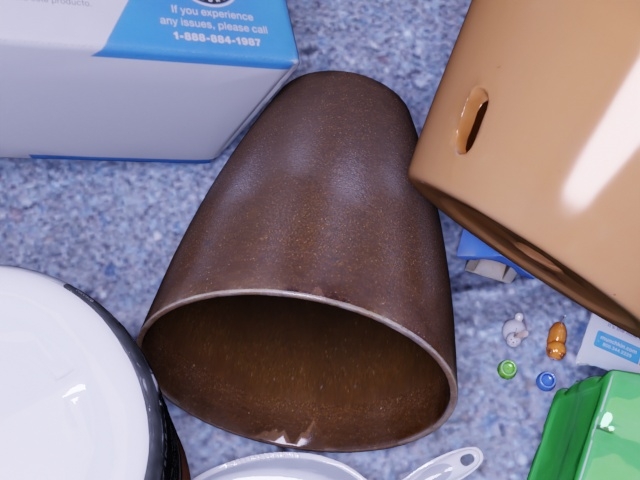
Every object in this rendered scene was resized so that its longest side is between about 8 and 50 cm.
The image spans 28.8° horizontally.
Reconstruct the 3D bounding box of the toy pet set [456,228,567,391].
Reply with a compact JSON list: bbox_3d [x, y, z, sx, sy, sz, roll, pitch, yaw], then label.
[{"bbox_3d":[0.136,0.038,0.938,0.122,0.065,0.114,17,72,3],"label":"toy pet set"}]

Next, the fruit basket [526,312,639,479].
[{"bbox_3d":[0.297,0.247,0.852,0.353,0.165,0.327,25,72,-11],"label":"fruit basket"}]

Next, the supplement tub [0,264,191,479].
[{"bbox_3d":[-0.178,0.147,0.755,0.193,0.316,0.193,1,70,-2],"label":"supplement tub"}]

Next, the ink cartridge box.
[{"bbox_3d":[-0.207,-0.268,0.916,0.285,0.166,0.395,0,66,-30],"label":"ink cartridge box"}]

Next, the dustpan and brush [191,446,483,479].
[{"bbox_3d":[0.017,0.197,0.881,0.211,0.060,0.147,-23,74,-10],"label":"dustpan and brush"}]

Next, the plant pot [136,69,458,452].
[{"bbox_3d":[0.000,0.000,0.889,0.215,0.215,0.230,10,56,1],"label":"plant pot"}]

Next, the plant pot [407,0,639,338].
[{"bbox_3d":[0.192,-0.069,0.784,0.291,0.291,0.203,34,89,8],"label":"plant pot"}]
